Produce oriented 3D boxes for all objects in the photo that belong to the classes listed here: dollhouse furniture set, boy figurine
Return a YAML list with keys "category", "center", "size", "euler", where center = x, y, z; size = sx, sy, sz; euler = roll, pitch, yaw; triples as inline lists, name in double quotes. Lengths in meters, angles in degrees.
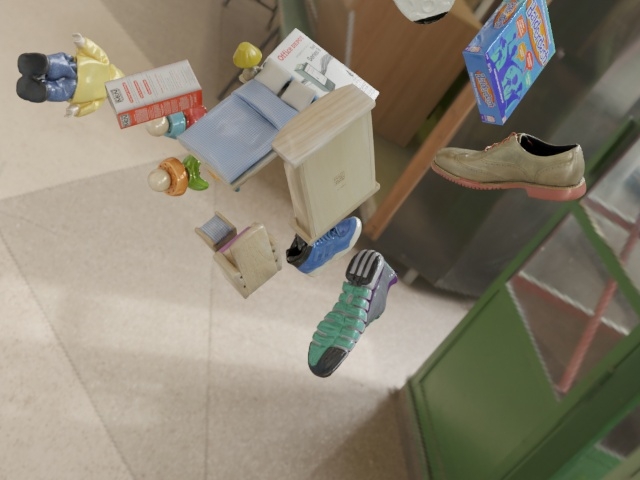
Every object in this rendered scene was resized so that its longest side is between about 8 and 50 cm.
- category: "dollhouse furniture set"
  center: [-0.108, -0.144, 1.144]
  size: [0.303, 0.286, 0.198]
  euler: [42, -18, 26]
- category: "boy figurine"
  center: [-0.512, -0.352, 1.773]
  size: [0.092, 0.177, 0.285]
  euler: [11, 15, 23]

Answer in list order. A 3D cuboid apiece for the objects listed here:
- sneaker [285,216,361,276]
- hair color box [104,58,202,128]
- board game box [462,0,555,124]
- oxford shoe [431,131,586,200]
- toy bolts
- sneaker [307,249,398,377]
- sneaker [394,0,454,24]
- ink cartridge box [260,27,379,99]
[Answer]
- category: "sneaker"
  center: [0.000, 0.001, 1.537]
  size: [0.084, 0.152, 0.058]
  euler: [30, 29, -37]
- category: "hair color box"
  center: [-0.269, -0.238, 1.345]
  size: [0.141, 0.043, 0.072]
  euler: [-19, 63, -16]
- category: "board game box"
  center: [0.339, -0.334, 1.471]
  size: [0.047, 0.210, 0.160]
  euler: [17, -30, 38]
- category: "oxford shoe"
  center: [0.405, -0.182, 1.805]
  size: [0.348, 0.130, 0.123]
  euler: [10, 34, 29]
- category: "toy bolts"
  center: [-0.342, -0.228, 2.070]
  size: [0.158, 0.218, 0.228]
  euler: [-18, 99, -45]
- category: "sneaker"
  center: [0.064, 0.131, 1.359]
  size: [0.083, 0.223, 0.098]
  euler: [21, -10, 45]
- category: "sneaker"
  center: [0.143, -0.539, 1.334]
  size: [0.236, 0.130, 0.322]
  euler: [-88, 162, -54]
- category: "ink cartridge box"
  center: [-0.016, -0.395, 2.181]
  size: [0.289, 0.121, 0.211]
  euler: [36, 40, -5]
